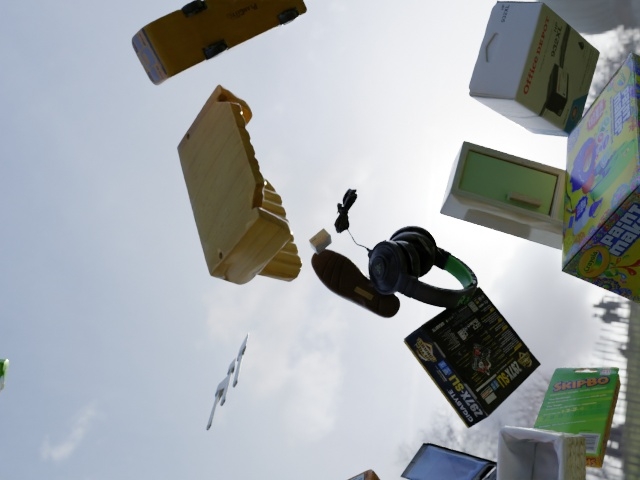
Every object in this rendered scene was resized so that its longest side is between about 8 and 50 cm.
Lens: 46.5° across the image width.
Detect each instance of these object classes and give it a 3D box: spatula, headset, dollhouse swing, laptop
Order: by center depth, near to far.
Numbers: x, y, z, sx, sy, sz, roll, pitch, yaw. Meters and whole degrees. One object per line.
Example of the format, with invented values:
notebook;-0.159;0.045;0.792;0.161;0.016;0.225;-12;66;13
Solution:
laptop;0.305;0.559;1.562;0.136;0.264;0.234;-15;-30;-18
dollhouse swing;-0.123;-0.106;1.685;0.305;0.315;0.347;5;-126;-37
spatula;-0.208;0.325;1.690;0.168;0.019;0.242;-58;9;14
headset;0.208;0.023;1.839;0.243;0.394;0.185;-29;-40;-57

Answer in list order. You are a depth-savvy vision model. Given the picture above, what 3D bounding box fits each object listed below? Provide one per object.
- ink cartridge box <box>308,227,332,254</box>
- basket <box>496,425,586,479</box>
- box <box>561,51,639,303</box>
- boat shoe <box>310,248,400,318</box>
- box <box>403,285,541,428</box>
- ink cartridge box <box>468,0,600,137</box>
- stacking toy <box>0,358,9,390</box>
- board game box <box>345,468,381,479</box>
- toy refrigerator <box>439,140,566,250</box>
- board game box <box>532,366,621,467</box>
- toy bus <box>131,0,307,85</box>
ink cartridge box;0.000;0.000;1.768;0.048;0.028;0.083;-40;-13;-7
basket;0.357;0.387;1.198;0.103;0.113;0.167;11;-100;-47
box;0.494;-0.060;0.995;0.177;0.279;0.290;116;176;-47
boat shoe;0.084;0.116;1.896;0.095;0.257;0.095;-52;-7;-4
box;0.380;0.276;1.839;0.322;0.079;0.257;-24;-106;-49
ink cartridge box;0.500;-0.388;1.722;0.307;0.129;0.223;14;-87;-46
stacking toy;-0.466;0.195;0.821;0.221;0.167;0.052;-82;0;-54
board game box;0.003;0.596;0.943;0.356;0.356;0.356;56;-165;-12
toy refrigerator;0.341;-0.066;1.204;0.094;0.269;0.102;100;-172;-68
board game box;0.463;0.310;1.347;0.259;0.124;0.039;-47;-57;-50
toy bus;-0.192;-0.423;1.464;0.332;0.130;0.108;-33;-77;-26
